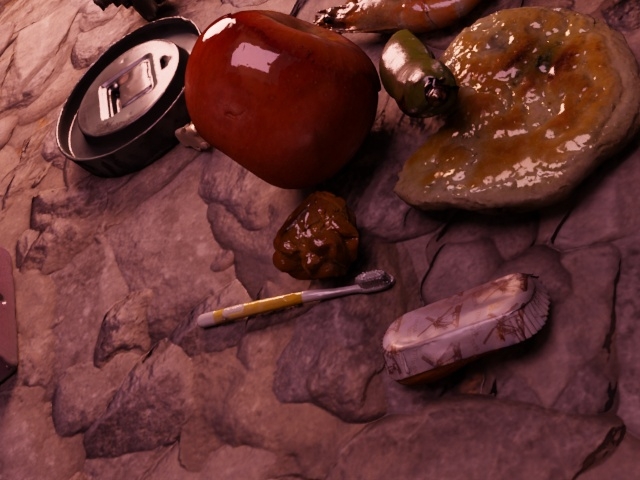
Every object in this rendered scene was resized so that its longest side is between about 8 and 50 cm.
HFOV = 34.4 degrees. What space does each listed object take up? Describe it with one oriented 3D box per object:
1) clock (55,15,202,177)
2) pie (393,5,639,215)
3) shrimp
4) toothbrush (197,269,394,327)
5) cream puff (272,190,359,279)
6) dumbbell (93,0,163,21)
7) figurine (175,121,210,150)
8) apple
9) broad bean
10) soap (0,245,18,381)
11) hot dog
[{"bbox_3d":[-0.307,-0.240,1.726,0.313,0.061,0.312,-21,45,23],"label":"clock"},{"bbox_3d":[0.228,-0.159,1.222,0.338,0.075,0.337,-22,43,22],"label":"pie"},{"bbox_3d":[0.118,-0.354,1.487,0.287,0.063,0.152,0,54,35],"label":"shrimp"},{"bbox_3d":[-0.040,0.073,1.274,0.288,0.024,0.021,-14,50,29],"label":"toothbrush"},{"bbox_3d":[0.000,0.000,1.258,0.116,0.094,0.122,-55,7,-18],"label":"cream puff"},{"bbox_3d":[-0.263,-0.570,1.885,0.406,0.179,0.179,-45,41,-2],"label":"dumbbell"},{"bbox_3d":[-0.185,-0.168,1.588,0.050,0.047,0.083,-42,31,-23],"label":"figurine"},{"bbox_3d":[-0.055,-0.186,1.346,0.272,0.252,0.206,37,110,40],"label":"apple"},{"bbox_3d":[0.114,-0.202,1.267,0.339,0.061,0.077,-110,42,-66],"label":"broad bean"},{"bbox_3d":[-0.585,0.053,1.520,0.107,0.296,0.285,-33,43,11],"label":"soap"},{"bbox_3d":[0.148,0.093,1.083,0.191,0.059,0.108,-24,30,25],"label":"hot dog"}]
